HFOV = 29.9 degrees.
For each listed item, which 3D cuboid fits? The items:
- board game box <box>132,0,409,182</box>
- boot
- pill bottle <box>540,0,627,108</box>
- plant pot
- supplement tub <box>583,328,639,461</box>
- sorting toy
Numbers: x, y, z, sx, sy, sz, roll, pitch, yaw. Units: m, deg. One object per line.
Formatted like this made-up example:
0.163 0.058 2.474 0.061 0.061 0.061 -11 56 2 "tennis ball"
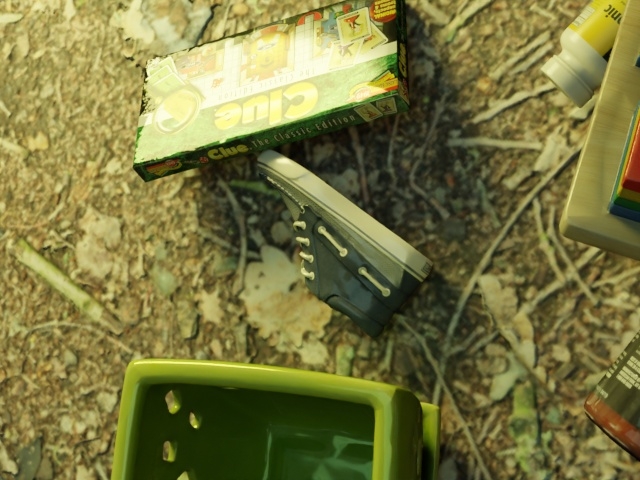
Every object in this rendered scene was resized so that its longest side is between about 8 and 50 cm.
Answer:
-0.047 -0.141 1.086 0.260 0.030 0.136 -14 55 19 "board game box"
0.000 0.000 1.051 0.190 0.069 0.086 37 91 21 "boot"
0.239 -0.166 0.985 0.116 0.065 0.065 -46 69 11 "pill bottle"
-0.021 0.217 0.956 0.227 0.207 0.228 4 83 21 "plant pot"
0.297 0.082 0.905 0.106 0.106 0.198 39 97 22 "supplement tub"
0.332 -0.092 0.850 0.257 0.089 0.255 18 69 7 "sorting toy"
